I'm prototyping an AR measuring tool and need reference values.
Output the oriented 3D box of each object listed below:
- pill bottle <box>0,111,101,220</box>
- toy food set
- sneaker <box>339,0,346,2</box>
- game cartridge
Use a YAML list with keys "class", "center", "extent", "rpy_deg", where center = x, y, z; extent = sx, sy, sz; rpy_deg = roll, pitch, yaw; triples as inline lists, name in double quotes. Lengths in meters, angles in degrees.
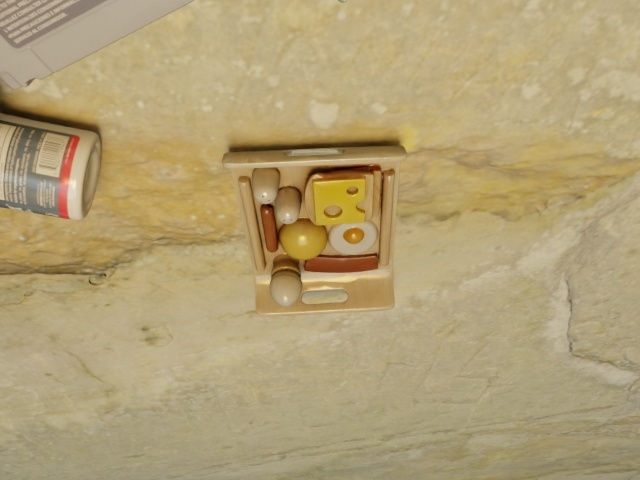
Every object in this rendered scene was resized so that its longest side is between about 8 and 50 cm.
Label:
- class: "pill bottle"
  center: [-0.355, -0.090, 0.632]
  extent: [0.180, 0.108, 0.108]
  rpy_deg: [11, 136, -13]
- class: "toy food set"
  center: [0.000, 0.000, 0.761]
  extent: [0.220, 0.092, 0.306]
  rpy_deg: [-3, 138, 1]
- class: "sneaker"
  center: [0.049, -0.293, 0.476]
  extent: [0.076, 0.065, 0.166]
  rpy_deg: [-11, 143, -15]
- class: "game cartridge"
  center: [-0.232, -0.268, 0.483]
  extent: [0.294, 0.060, 0.196]
  rpy_deg: [-19, 139, 17]
